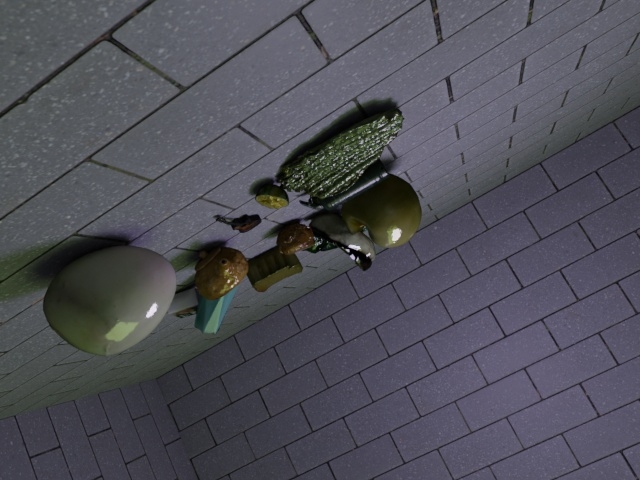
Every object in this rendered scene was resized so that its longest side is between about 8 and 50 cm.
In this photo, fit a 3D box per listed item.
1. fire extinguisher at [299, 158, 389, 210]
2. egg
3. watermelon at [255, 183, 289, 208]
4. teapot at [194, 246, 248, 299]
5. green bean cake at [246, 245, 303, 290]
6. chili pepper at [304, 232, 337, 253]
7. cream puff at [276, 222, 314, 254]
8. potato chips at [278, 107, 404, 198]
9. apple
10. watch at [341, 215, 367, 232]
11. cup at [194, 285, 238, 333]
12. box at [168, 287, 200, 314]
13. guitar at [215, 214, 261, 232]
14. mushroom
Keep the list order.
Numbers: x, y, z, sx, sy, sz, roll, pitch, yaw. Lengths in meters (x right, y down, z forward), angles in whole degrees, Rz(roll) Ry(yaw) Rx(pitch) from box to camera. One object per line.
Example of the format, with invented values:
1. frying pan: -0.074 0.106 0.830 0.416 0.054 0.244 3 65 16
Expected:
1. fire extinguisher: 0.081 -0.187 1.853 0.311 0.095 0.114 -30 144 8
2. egg: -0.561 0.154 1.463 0.345 0.283 0.283 -36 172 -25
3. watermelon: -0.144 -0.138 1.625 0.105 0.062 0.105 10 164 3
4. teapot: -0.378 0.098 1.921 0.203 0.167 0.311 -48 -163 -23
5. green bean cake: -0.210 0.124 2.394 0.236 0.124 0.233 -27 166 -3
6. chili pepper: 0.005 0.006 2.388 0.148 0.116 0.264 -31 167 40
7. cream puff: -0.102 -0.010 2.112 0.150 0.115 0.165 -23 178 12
8. potato chips: 0.076 -0.255 1.628 0.429 0.070 0.358 -32 164 18
9. apple: 0.226 -0.131 2.006 0.258 0.295 0.233 -42 134 -20
10. watch: 0.145 -0.094 2.337 0.152 0.131 0.165 -14 -179 33
11. cup: -0.432 0.257 2.197 0.134 0.148 0.236 -61 169 -70
12. box: -0.571 0.272 2.307 0.135 0.081 0.199 -18 164 -1
13. guitar: -0.276 -0.061 1.764 0.088 0.025 0.233 -31 166 18
14. mushroom: 0.110 -0.009 2.230 0.130 0.344 0.247 -48 -151 4
